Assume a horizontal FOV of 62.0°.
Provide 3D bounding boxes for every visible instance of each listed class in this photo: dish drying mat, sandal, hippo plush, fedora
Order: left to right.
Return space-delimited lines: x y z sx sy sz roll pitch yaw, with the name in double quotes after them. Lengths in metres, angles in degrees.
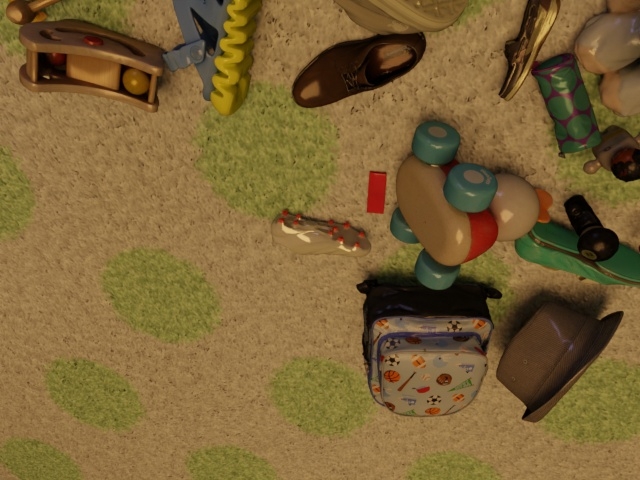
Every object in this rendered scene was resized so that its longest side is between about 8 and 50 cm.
-0.160 -0.350 0.796 0.138 0.126 0.317 21 121 2 "sandal"
0.103 -0.087 0.974 0.032 0.008 0.083 6 123 8 "dish drying mat"
0.424 0.207 1.000 0.124 0.244 0.275 36 136 22 "fedora"
0.498 -0.237 0.671 0.294 0.236 0.234 1 121 10 "hippo plush"

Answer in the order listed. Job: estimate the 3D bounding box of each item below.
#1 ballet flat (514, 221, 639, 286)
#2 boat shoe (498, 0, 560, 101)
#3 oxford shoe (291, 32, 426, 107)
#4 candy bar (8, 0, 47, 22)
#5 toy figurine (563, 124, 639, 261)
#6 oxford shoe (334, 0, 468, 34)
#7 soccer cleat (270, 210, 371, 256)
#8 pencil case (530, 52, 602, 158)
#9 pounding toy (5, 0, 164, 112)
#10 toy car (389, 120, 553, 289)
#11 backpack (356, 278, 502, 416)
0.460 0.031 0.950 0.247 0.083 0.087 20 147 -2 "ballet flat"
0.298 -0.285 0.791 0.049 0.056 0.152 22 113 3 "boat shoe"
0.049 -0.263 0.824 0.227 0.096 0.082 -20 118 23 "oxford shoe"
-0.517 -0.427 0.871 0.040 0.018 0.161 -26 113 20 "candy bar"
0.509 -0.065 0.829 0.213 0.148 0.209 10 123 5 "toy figurine"
-0.005 -0.418 0.693 0.449 0.130 0.169 31 85 -17 "oxford shoe"
0.000 0.000 1.017 0.196 0.068 0.076 15 128 9 "soccer cleat"
0.375 -0.207 0.815 0.064 0.070 0.151 -35 113 -9 "pencil case"
-0.372 -0.312 0.827 0.270 0.154 0.154 17 123 -6 "pounding toy"
0.266 -0.066 0.885 0.238 0.210 0.219 -9 138 -17 "toy car"
0.203 0.223 1.041 0.277 0.213 0.263 3 132 5 "backpack"
